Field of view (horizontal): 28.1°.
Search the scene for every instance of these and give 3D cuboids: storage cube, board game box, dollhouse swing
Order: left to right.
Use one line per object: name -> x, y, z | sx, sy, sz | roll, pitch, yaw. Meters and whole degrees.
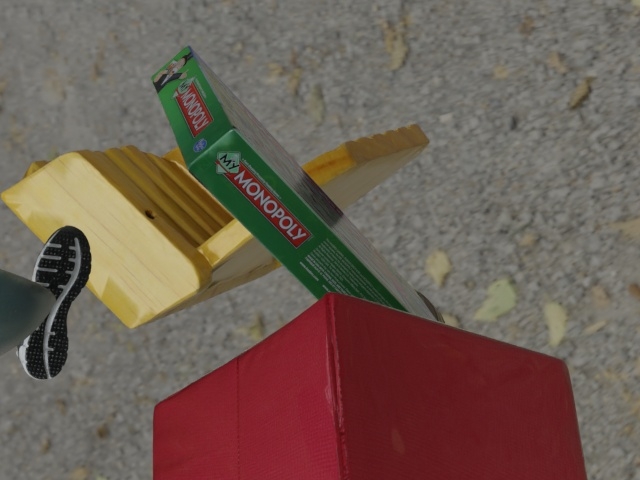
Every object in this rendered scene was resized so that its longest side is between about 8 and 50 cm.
dollhouse swing -> -0.109, -0.095, 1.490 | 0.315, 0.347, 0.305 | 43, 115, 13
board game box -> 0.000, 0.000, 1.000 | 0.046, 0.213, 0.317 | -41, 117, 6
storage cube -> 0.028, 0.166, 0.721 | 0.183, 0.215, 0.193 | -35, 47, 42

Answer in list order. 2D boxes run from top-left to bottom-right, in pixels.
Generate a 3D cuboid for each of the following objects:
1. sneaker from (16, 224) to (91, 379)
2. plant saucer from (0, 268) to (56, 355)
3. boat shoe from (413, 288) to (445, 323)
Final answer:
sneaker -> -0.193, 0.041, 0.899 | 0.043, 0.040, 0.109 | 12, 85, 59
plant saucer -> -0.291, 0.025, 0.619 | 0.317, 0.317, 0.044 | 0, 78, 36
boat shoe -> 0.079, 0.094, 1.198 | 0.064, 0.178, 0.060 | -24, 117, 19
